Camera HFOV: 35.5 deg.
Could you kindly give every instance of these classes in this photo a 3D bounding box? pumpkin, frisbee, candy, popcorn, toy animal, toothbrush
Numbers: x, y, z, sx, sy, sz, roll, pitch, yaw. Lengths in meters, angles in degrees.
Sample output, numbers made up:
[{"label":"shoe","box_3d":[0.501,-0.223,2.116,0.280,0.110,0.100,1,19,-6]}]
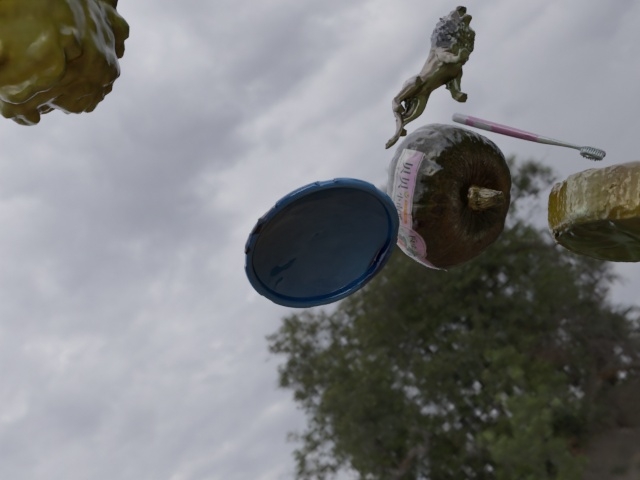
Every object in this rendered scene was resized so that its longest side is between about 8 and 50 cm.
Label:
[{"label":"pumpkin","box_3d":[0.238,-0.079,1.752,0.260,0.189,0.260,-16,-66,-42]},{"label":"frisbee","box_3d":[0.000,0.000,1.471,0.242,0.045,0.242,-13,-46,-14]},{"label":"candy","box_3d":[0.490,-0.042,1.593,0.260,0.260,0.118,66,-149,-70]},{"label":"popcorn","box_3d":[-0.293,-0.225,0.909,0.192,0.266,0.233,-30,2,8]},{"label":"toy animal","box_3d":[0.143,-0.196,1.250,0.220,0.086,0.069,-55,-45,-19]},{"label":"toothbrush","box_3d":[0.371,-0.188,1.803,0.025,0.286,0.020,-50,-29,-48]}]
